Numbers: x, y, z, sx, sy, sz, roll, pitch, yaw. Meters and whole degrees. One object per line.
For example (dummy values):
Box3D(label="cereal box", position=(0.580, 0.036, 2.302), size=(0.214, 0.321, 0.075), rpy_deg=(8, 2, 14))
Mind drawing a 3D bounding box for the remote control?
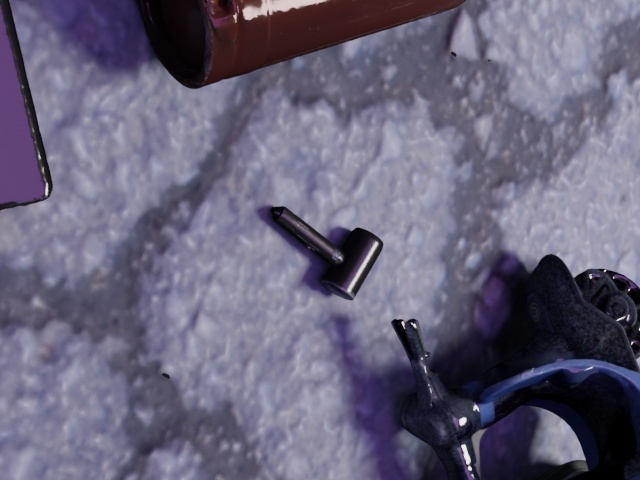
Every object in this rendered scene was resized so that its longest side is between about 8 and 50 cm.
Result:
Box3D(label="remote control", position=(-0.207, -0.137, 0.742), size=(0.063, 0.025, 0.245), rpy_deg=(-17, 101, -24))

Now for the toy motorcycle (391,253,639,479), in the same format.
Box3D(label="toy motorcycle", position=(0.175, 0.180, 0.893), size=(0.213, 0.125, 0.358), rpy_deg=(-7, 70, -20))

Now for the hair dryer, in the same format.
Box3D(label="hair dryer", position=(0.000, 0.000, 0.876), size=(0.083, 0.026, 0.047), rpy_deg=(36, 73, -20))

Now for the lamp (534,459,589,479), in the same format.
Box3D(label="lamp", position=(0.164, 0.333, 0.935), size=(0.269, 0.047, 0.266), rpy_deg=(-29, 86, -26))

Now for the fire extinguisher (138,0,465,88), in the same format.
Box3D(label="fire extinguisher", position=(0.018, -0.182, 0.835), size=(0.269, 0.105, 0.104), rpy_deg=(-22, 104, -27))
